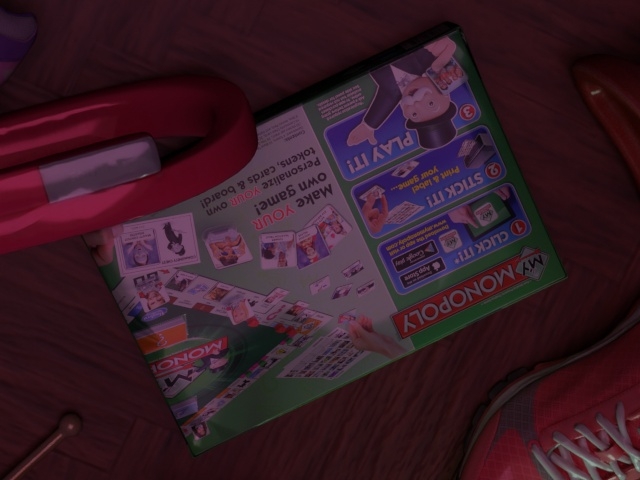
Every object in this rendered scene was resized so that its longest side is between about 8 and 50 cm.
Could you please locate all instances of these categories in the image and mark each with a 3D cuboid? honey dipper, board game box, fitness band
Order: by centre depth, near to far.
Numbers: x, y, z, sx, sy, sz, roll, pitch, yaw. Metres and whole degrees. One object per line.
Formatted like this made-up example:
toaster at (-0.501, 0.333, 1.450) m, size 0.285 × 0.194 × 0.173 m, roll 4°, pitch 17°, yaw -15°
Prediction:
fitness band at (-0.187, -0.050, 1.262) m, size 0.290 × 0.209 × 0.054 m, roll -14°, pitch 107°, yaw -3°
board game box at (0.000, 0.000, 1.384) m, size 0.317 × 0.046 × 0.213 m, roll -25°, pitch 106°, yaw -2°
honey dipper at (-0.243, 0.188, 1.405) m, size 0.160 × 0.030 × 0.030 m, roll -43°, pitch 105°, yaw -1°

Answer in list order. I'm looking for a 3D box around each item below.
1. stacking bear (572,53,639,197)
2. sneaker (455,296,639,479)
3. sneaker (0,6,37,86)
stacking bear at (0.362, -0.129, 1.353) m, size 0.289 × 0.164 × 0.175 m, roll -33°, pitch 105°, yaw -4°
sneaker at (0.226, 0.130, 1.397) m, size 0.314 × 0.136 × 0.116 m, roll -42°, pitch 104°, yaw 3°
sneaker at (-0.287, -0.193, 1.282) m, size 0.104 × 0.095 × 0.236 m, roll -43°, pitch 102°, yaw -11°
